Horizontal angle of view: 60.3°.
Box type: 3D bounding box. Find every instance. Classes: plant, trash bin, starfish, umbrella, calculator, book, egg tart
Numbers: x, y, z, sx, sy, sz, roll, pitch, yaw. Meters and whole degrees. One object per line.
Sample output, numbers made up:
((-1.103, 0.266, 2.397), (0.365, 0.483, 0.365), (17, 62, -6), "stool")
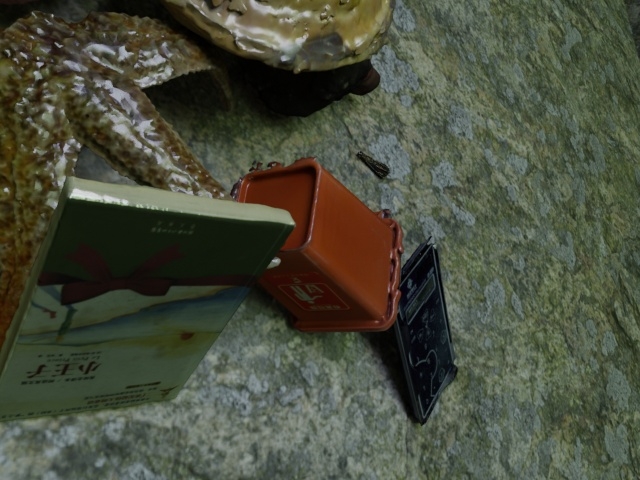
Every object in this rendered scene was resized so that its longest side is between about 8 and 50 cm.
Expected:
((0.000, -0.295, 0.826), (0.204, 0.178, 0.234), (54, 46, -9), "plant")
((0.000, 0.000, 0.702), (0.239, 0.161, 0.184), (45, 47, -50), "trash bin")
((-0.245, -0.110, 0.544), (0.398, 0.132, 0.384), (-16, 89, -30), "starfish")
((0.096, -0.134, 0.968), (0.083, 0.020, 0.031), (26, 59, -27), "umbrella")
((0.166, 0.145, 0.871), (0.166, 0.028, 0.274), (-43, 127, -42), "calculator")
((-0.170, 0.069, 0.504), (0.201, 0.289, 0.026), (5, 42, -40), "book")
((-0.041, -0.350, 0.620), (0.352, 0.150, 0.352), (13, 62, -25), "egg tart")

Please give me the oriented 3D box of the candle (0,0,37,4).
((-0.338, -0.413, 0.522), (0.287, 0.131, 0.317), (19, 81, -4), "candle")
